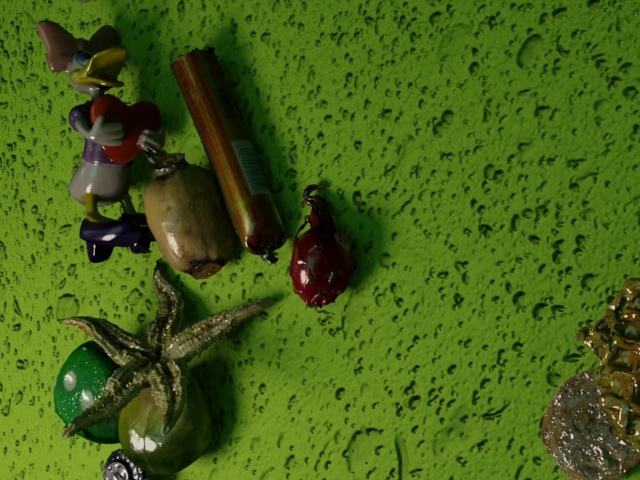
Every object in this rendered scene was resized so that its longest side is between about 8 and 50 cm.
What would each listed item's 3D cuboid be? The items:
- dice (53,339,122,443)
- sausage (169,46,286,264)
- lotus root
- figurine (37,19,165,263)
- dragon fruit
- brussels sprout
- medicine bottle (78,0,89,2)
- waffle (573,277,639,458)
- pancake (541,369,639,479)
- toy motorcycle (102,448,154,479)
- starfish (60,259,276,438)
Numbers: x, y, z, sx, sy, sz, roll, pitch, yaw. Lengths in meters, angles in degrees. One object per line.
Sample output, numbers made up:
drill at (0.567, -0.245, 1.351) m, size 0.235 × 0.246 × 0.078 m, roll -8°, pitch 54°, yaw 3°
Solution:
dice at (-0.334, 0.236, 1.789) m, size 0.120 × 0.128 × 0.130 m, roll 34°, pitch 106°, yaw 36°
sausage at (-0.131, -0.127, 1.718) m, size 0.082 × 0.082 × 0.371 m, roll -35°, pitch 66°, yaw 28°
lotus root at (-0.203, -0.050, 1.728) m, size 0.118 × 0.125 × 0.220 m, roll -24°, pitch 79°, yaw 33°
figurine at (-0.347, -0.170, 1.842) m, size 0.193 × 0.154 × 0.420 m, roll -18°, pitch 77°, yaw 49°
dragon fruit at (0.000, 0.000, 1.600) m, size 0.094 × 0.094 × 0.190 m, roll -17°, pitch 63°, yaw 34°
brussels sprout at (-0.233, 0.278, 1.717) m, size 0.155 × 0.117 × 0.155 m, roll -13°, pitch 52°, yaw 17°
medicine bottle at (-0.406, -0.541, 1.937) m, size 0.131 × 0.131 × 0.250 m, roll 33°, pitch 104°, yaw 35°
waffle at (0.425, 0.135, 1.274) m, size 0.254 × 0.052 × 0.245 m, roll -40°, pitch 62°, yaw 18°
pancake at (0.329, 0.225, 1.363) m, size 0.140 × 0.022 × 0.139 m, roll -6°, pitch 80°, yaw 36°
toy motorcycle at (-0.298, 0.482, 1.749) m, size 0.173 × 0.108 × 0.307 m, roll 16°, pitch 96°, yaw 31°
starfish at (-0.261, 0.173, 1.683) m, size 0.347 × 0.078 × 0.358 m, roll 22°, pitch 53°, yaw 39°
